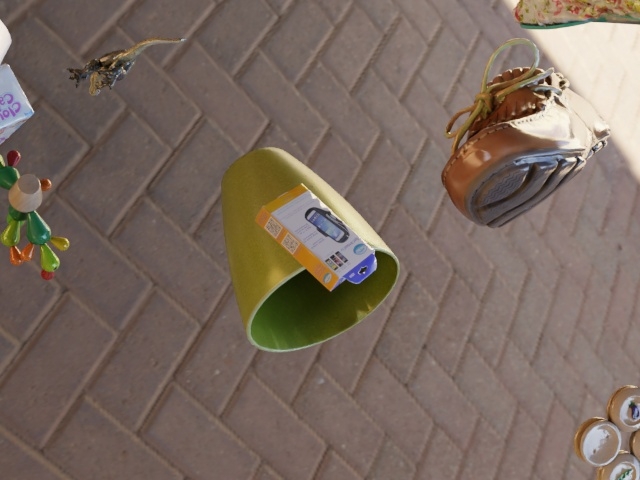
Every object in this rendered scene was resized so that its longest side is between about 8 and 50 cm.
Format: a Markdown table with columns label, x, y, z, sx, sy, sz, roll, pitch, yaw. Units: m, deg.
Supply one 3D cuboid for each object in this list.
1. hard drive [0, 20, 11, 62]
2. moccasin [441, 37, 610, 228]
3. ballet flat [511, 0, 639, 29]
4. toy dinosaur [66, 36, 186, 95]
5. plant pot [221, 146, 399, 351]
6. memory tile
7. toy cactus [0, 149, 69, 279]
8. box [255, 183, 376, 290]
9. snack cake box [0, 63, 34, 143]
| label | x | y | z | sx | sy | sz | roll | pitch | yaw |
| --- | --- | --- | --- | --- | --- | --- | --- | --- | --- |
| hard drive | -0.383 | -0.181 | 0.732 | 0.233 | 0.047 | 0.353 | 58 | 16 | -34 |
| moccasin | 0.205 | -0.116 | 0.901 | 0.147 | 0.139 | 0.380 | 52 | 35 | 4 |
| ballet flat | 0.267 | -0.234 | 0.780 | 0.091 | 0.241 | 0.077 | -35 | 119 | -26 |
| toy dinosaur | -0.356 | -0.300 | 1.511 | 0.118 | 0.268 | 0.064 | -41 | 111 | -42 |
| plant pot | -0.055 | -0.009 | 1.489 | 0.274 | 0.275 | 0.294 | 2 | 48 | -43 |
| memory tile | 0.277 | 0.150 | 0.696 | 0.148 | 0.012 | 0.113 | -38 | 106 | -9 |
| toy cactus | -0.458 | -0.055 | 1.379 | 0.112 | 0.180 | 0.219 | -15 | 79 | -28 |
| box | 0.000 | 0.000 | 0.997 | 0.136 | 0.028 | 0.081 | 45 | 40 | 10 |
| snack cake box | -0.573 | -0.171 | 1.372 | 0.152 | 0.264 | 0.089 | -34 | 100 | -36 |
